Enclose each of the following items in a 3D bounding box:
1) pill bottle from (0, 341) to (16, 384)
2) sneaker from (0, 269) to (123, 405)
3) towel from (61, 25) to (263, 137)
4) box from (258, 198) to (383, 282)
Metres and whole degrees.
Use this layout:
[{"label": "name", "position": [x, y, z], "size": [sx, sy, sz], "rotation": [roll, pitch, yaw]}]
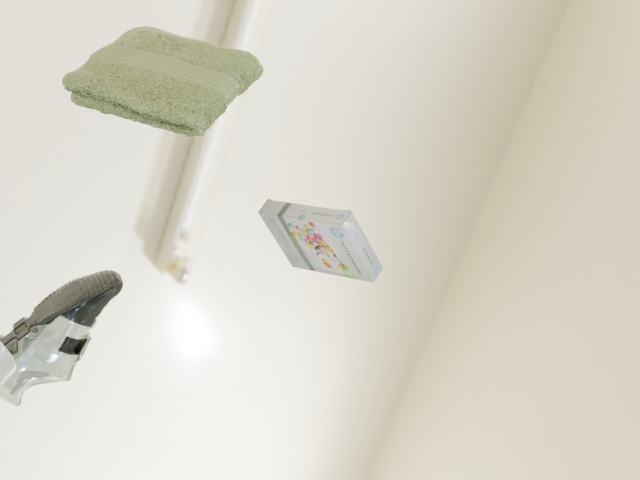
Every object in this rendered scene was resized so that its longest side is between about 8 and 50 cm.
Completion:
[{"label": "pill bottle", "position": [-0.493, 0.202, 1.179], "size": [0.119, 0.208, 0.119], "rotation": [27, -36, 21]}, {"label": "sneaker", "position": [-0.500, 0.190, 1.817], "size": [0.330, 0.146, 0.122], "rotation": [-36, -154, -3]}, {"label": "towel", "position": [-0.134, -0.139, 0.795], "size": [0.148, 0.110, 0.027], "rotation": [20, -38, 23]}, {"label": "box", "position": [0.000, 0.000, 1.595], "size": [0.186, 0.145, 0.038], "rotation": [9, -127, 38]}]
